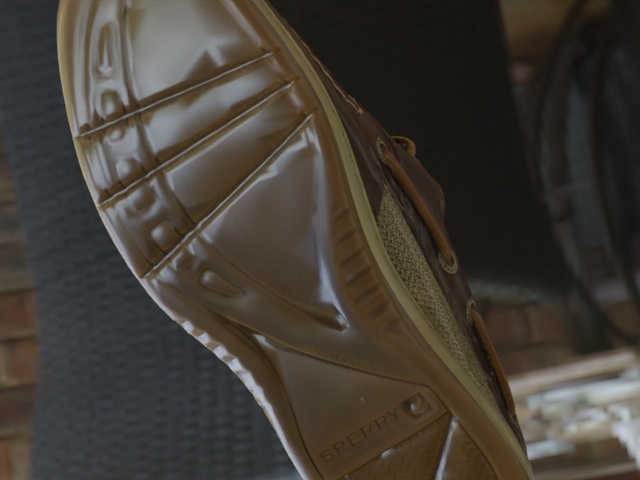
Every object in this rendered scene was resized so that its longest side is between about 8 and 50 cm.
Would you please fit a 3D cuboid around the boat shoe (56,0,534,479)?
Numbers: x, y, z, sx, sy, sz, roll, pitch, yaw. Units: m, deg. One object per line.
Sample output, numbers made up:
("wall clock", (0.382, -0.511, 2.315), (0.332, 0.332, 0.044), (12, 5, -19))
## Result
("boat shoe", (0.000, 0.000, 0.905), (0.123, 0.342, 0.123), (-32, -174, 23))
